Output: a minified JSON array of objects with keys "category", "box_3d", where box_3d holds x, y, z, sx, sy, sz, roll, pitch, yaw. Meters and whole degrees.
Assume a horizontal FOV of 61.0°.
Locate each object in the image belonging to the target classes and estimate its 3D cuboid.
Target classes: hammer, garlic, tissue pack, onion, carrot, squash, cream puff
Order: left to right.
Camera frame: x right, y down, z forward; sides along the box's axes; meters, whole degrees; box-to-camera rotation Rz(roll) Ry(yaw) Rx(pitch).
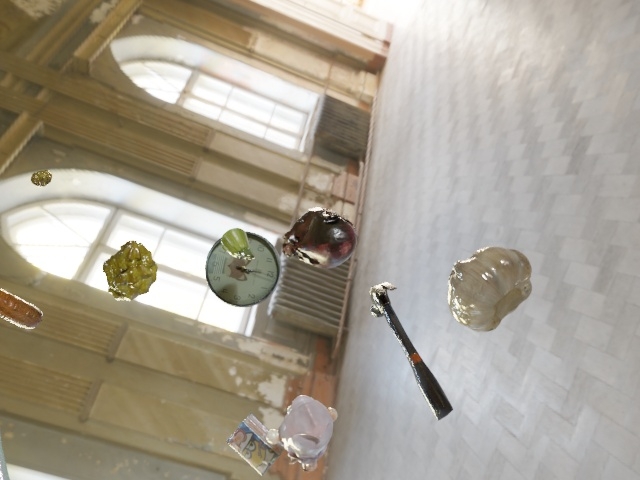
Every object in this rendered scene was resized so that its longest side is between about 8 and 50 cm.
[{"category":"carrot","box_3d":[-0.728,0.122,1.192,0.059,0.248,0.059,-34,34,27]},{"category":"cream puff","box_3d":[-0.999,-0.221,1.948,0.083,0.083,0.058,-31,-62,-55]},{"category":"cream puff","box_3d":[-0.483,0.072,1.359,0.116,0.146,0.146,65,-150,-47]},{"category":"squash","box_3d":[-0.291,0.032,1.958,0.132,0.105,0.105,50,125,44]},{"category":"tissue pack","box_3d":[-0.198,0.628,1.669,0.115,0.155,0.065,-54,-9,25]},{"category":"onion","box_3d":[0.020,-0.002,1.925,0.281,0.281,0.221,-111,17,-76]},{"category":"hammer","box_3d":[0.167,0.201,1.032,0.137,0.037,0.290,83,164,-51]},{"category":"garlic","box_3d":[0.407,0.112,1.337,0.152,0.228,0.228,47,120,51]}]

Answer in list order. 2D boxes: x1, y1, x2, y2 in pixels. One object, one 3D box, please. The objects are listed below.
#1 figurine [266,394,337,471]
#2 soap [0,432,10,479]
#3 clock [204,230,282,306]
[{"category":"figurine","box_3d":[-0.040,0.515,1.431,0.276,0.200,0.133,99,150,-47]},{"category":"soap","box_3d":[-0.670,0.415,1.004,0.145,0.091,0.230,64,-177,-69]},{"category":"clock","box_3d":[-0.324,0.118,2.265,0.067,0.325,0.325,120,169,-83]}]
